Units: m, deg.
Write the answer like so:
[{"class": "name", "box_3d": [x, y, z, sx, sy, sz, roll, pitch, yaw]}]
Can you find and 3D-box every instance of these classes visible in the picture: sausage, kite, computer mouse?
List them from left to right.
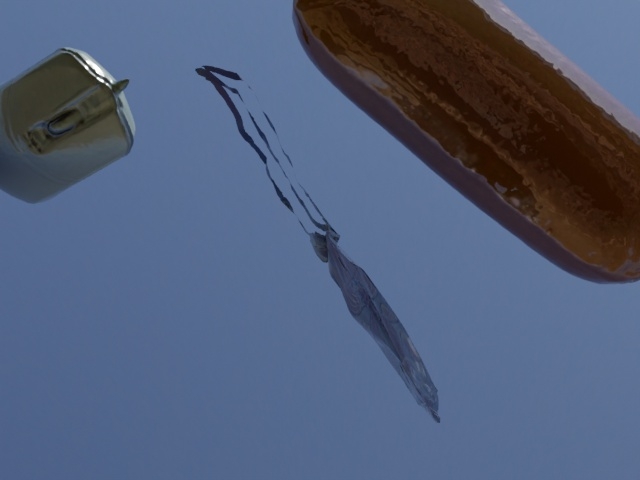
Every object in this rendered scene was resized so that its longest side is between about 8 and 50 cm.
[{"class": "computer mouse", "box_3d": [-0.185, -0.071, 1.150, 0.089, 0.182, 0.056, 54, -131, -14]}, {"class": "kite", "box_3d": [0.002, -0.002, 0.912, 0.016, 0.127, 0.229, -33, -91, -10]}, {"class": "sausage", "box_3d": [0.102, -0.079, 1.020, 0.274, 0.105, 0.105, 40, -103, -2]}]
